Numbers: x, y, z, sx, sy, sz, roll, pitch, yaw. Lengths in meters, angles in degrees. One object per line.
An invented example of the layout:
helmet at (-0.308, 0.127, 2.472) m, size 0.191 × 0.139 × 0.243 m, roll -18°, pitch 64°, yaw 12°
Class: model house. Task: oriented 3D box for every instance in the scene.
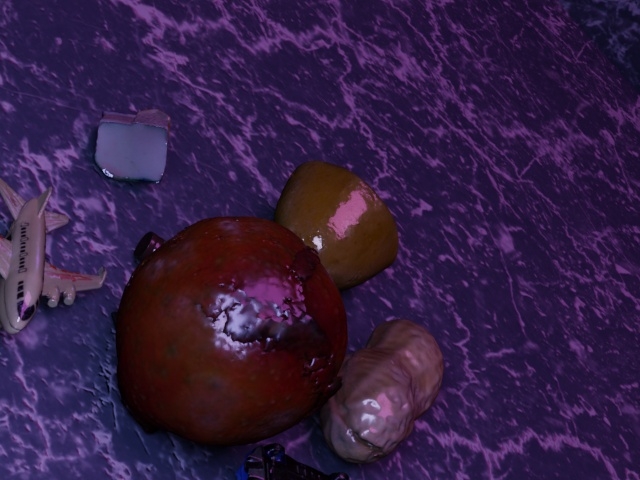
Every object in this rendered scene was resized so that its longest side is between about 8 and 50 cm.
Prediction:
model house at (-0.265, -0.137, 2.095) m, size 0.101 × 0.087 × 0.100 m, roll 6°, pitch 18°, yaw -6°

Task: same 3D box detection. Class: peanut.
peanut at (0.090, 0.207, 2.108) m, size 0.149 × 0.149 × 0.313 m, roll 50°, pitch 33°, yaw 2°

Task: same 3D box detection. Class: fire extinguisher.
fire extinguisher at (-0.180, 0.048, 2.030) m, size 0.158 × 0.043 × 0.064 m, roll 36°, pitch 65°, yaw -19°

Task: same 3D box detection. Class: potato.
potato at (0.000, 0.000, 2.202) m, size 0.158 × 0.178 × 0.203 m, roll -43°, pitch 117°, yaw -42°

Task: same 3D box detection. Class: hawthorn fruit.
hawthorn fruit at (-0.116, 0.118, 1.821) m, size 0.316 × 0.316 × 0.316 m, roll 31°, pitch 37°, yaw -27°

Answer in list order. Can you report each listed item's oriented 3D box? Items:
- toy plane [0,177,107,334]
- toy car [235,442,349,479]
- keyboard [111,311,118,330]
toy plane at (-0.360, 0.027, 1.794) m, size 0.229 × 0.092 × 0.244 m, roll 33°, pitch 37°, yaw -28°
toy car at (-0.023, 0.335, 1.906) m, size 0.216 × 0.063 × 0.103 m, roll 31°, pitch 37°, yaw -36°
keyboard at (-0.187, 0.130, 1.966) m, size 0.204 × 0.013 × 0.061 m, roll 10°, pitch 49°, yaw -44°
